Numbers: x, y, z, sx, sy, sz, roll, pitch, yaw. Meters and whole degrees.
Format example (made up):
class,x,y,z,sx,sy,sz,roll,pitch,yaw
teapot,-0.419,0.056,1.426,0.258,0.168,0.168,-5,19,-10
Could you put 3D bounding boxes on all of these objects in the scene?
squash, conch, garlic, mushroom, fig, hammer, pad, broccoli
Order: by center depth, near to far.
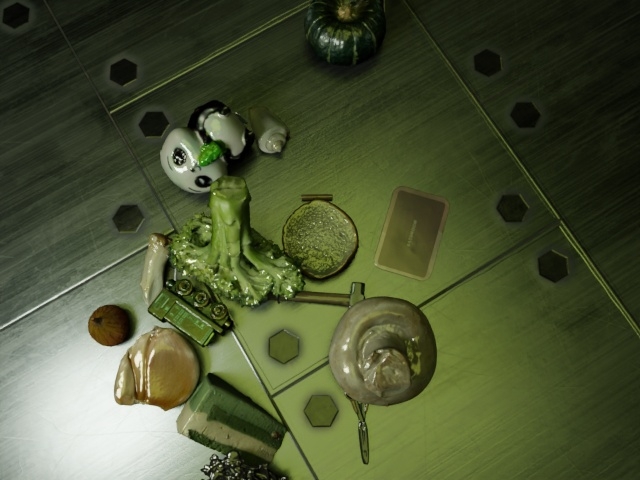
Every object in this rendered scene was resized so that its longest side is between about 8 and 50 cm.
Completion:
class,x,y,z,sx,sy,sz,roll,pitch,yaw
mushroom,0.174,0.293,1.569,0.298,0.290,0.297,0,89,-6
broccoli,-0.262,-0.007,1.607,0.353,0.397,0.274,-20,49,18
garlic,-0.441,0.350,1.662,0.217,0.110,0.227,14,85,-8
fig,-0.590,0.222,1.675,0.119,0.153,0.119,7,49,-8
hammer,-0.055,0.164,1.735,0.366,0.043,0.111,4,79,3
mushroom,-0.472,0.084,1.739,0.071,0.084,0.209,5,81,46
pad,0.271,-0.023,1.788,0.176,0.002,0.266,16,78,4
conch,-0.158,-0.336,1.832,0.104,0.094,0.176,-37,53,6
squash,0.077,-0.659,1.844,0.252,0.165,0.252,-1,78,3

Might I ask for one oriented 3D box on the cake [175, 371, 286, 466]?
class,x,y,z,sx,sy,sz,roll,pitch,yaw
cake,-0.236,0.493,1.596,0.284,0.172,0.158,33,82,5

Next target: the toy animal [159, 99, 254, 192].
class,x,y,z,sx,sy,sz,roll,pitch,yaw
toy animal,-0.329,-0.264,1.739,0.213,0.212,0.266,36,77,8

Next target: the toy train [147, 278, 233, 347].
class,x,y,z,sx,sy,sz,roll,pitch,yaw
toy train,-0.359,0.205,1.691,0.226,0.090,0.137,34,72,7

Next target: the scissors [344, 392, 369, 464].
class,x,y,z,sx,sy,sz,roll,pitch,yaw
scissors,0.116,0.505,1.667,0.088,0.017,0.220,-4,78,-3

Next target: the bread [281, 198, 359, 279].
class,x,y,z,sx,sy,sz,roll,pitch,yaw
bread,0.000,0.000,1.751,0.236,0.070,0.236,0,77,1

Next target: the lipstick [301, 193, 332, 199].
class,x,y,z,sx,sy,sz,roll,pitch,yaw
lipstick,-0.010,-0.129,1.804,0.094,0.019,0.018,-1,78,0

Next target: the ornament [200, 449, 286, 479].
class,x,y,z,sx,sy,sz,roll,pitch,yaw
ornament,-0.189,0.674,1.569,0.251,0.106,0.260,2,84,-4
